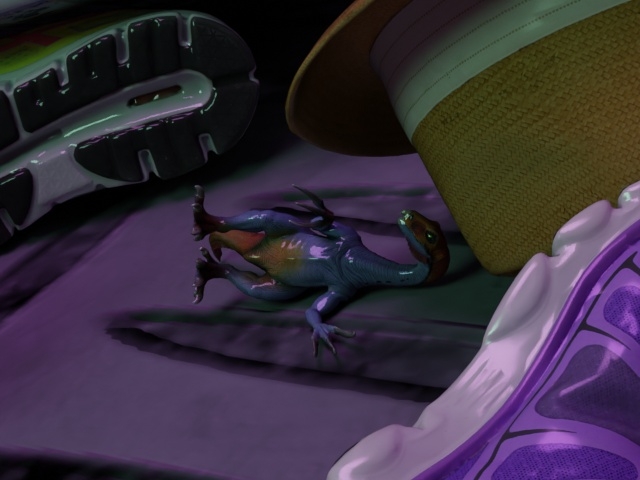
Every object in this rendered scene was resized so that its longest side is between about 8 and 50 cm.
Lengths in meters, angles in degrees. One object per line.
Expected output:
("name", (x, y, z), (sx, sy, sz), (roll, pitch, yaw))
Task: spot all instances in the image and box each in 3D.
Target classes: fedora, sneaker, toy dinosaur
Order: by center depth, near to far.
("sneaker", (0.065, 0.051, 0.362), (0.071, 0.068, 0.170), (26, 57, 36))
("fedora", (0.089, -0.041, 0.445), (0.194, 0.079, 0.194), (-16, -14, -4))
("toy dinosaur", (0.000, 0.000, 0.512), (0.082, 0.047, 0.090), (2, 17, 2))
("sneaker", (-0.125, -0.047, 0.655), (0.209, 0.081, 0.094), (-11, 18, 3))

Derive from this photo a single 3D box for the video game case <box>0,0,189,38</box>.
("video game case", (-0.072, -0.140, 0.711), (0.244, 0.061, 0.269), (-17, 6, 6))
